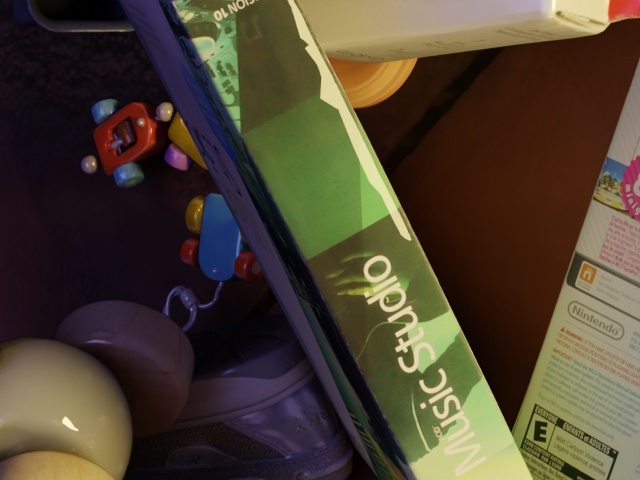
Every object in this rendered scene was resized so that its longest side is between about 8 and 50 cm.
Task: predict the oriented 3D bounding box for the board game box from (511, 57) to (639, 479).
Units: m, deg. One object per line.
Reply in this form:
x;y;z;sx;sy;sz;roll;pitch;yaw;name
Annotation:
0.235;0.016;0.851;0.224;0.097;0.303;29;109;39;board game box

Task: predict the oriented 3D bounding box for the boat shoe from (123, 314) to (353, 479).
-0.128;0.132;1.141;0.320;0.118;0.103;-17;103;29;boat shoe

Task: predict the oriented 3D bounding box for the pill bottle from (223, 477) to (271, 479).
-0.165;0.286;1.103;0.392;0.224;0.224;-19;80;36;pill bottle

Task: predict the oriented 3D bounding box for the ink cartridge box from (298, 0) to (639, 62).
0.106;-0.240;0.802;0.261;0.066;0.296;-4;88;34;ink cartridge box

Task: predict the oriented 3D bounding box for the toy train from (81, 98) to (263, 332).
-0.081;-0.030;1.140;0.125;0.046;0.166;-37;67;34;toy train

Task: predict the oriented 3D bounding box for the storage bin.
-0.157;-0.197;1.169;0.091;0.098;0.135;178;88;-65;storage bin

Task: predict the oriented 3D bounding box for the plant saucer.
0.014;-0.108;0.911;0.083;0.013;0.083;2;94;38;plant saucer

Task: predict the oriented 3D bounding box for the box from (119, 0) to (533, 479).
0.000;0.000;0.904;0.058;0.232;0.322;-30;107;-6;box

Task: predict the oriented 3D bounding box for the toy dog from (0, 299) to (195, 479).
-0.231;0.127;0.997;0.334;0.161;0.220;-36;25;10;toy dog
